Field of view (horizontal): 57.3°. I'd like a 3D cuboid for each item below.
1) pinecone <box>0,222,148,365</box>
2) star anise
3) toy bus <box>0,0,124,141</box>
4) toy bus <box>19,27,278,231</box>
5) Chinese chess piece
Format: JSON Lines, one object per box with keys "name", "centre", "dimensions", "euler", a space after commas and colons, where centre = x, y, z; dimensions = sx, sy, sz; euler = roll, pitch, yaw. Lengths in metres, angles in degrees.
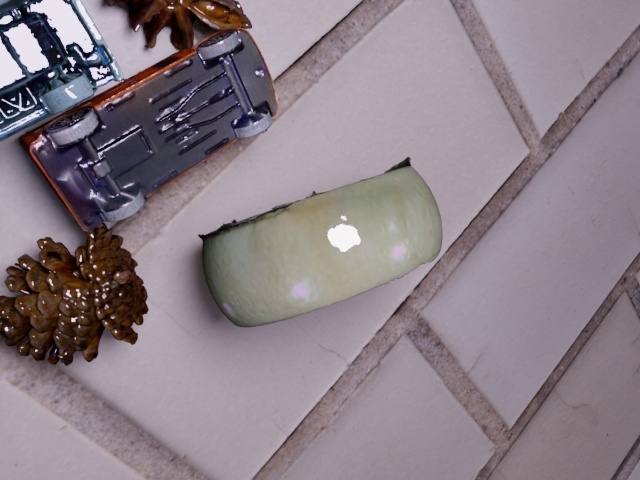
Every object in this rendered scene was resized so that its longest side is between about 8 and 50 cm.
{"name": "pinecone", "centre": [-0.329, 0.077, 0.783], "dimensions": [0.195, 0.150, 0.179], "euler": [-31, 113, -23]}
{"name": "star anise", "centre": [-0.203, -0.375, 0.807], "dimensions": [0.214, 0.099, 0.220], "euler": [-31, 133, -17]}
{"name": "toy bus", "centre": [-0.408, -0.177, 0.667], "dimensions": [0.312, 0.190, 0.152], "euler": [-36, 116, -21]}
{"name": "toy bus", "centre": [-0.222, -0.163, 0.799], "dimensions": [0.329, 0.153, 0.143], "euler": [-38, 125, -21]}
{"name": "Chinese chess piece", "centre": [0.000, 0.000, 0.853], "dimensions": [0.349, 0.349, 0.147], "euler": [-22, 94, -26]}
